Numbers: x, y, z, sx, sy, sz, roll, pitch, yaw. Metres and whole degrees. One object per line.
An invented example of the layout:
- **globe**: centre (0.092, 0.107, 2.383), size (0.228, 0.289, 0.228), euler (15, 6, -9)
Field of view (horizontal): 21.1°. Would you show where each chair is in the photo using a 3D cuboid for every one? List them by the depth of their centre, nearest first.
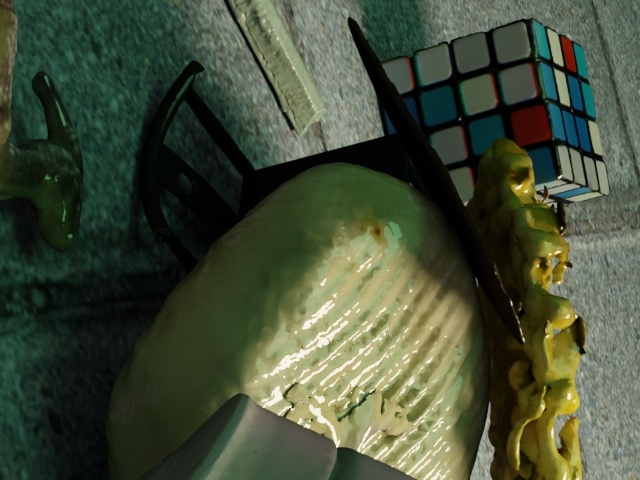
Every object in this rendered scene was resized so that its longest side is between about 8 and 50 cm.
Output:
- **chair**: centre (0.000, 0.000, 1.192), size (0.260, 0.141, 0.155), euler (53, 31, -44)

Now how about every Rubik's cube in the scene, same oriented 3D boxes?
- **Rubik's cube**: centre (0.158, -0.100, 1.556), size (0.154, 0.155, 0.151), euler (10, 69, -62)

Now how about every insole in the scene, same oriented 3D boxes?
- **insole**: centre (0.069, -0.044, 1.082), size (0.328, 0.007, 0.111), euler (-114, -178, -50)

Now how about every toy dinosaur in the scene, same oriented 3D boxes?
- **toy dinosaur**: centre (-0.203, -0.111, 0.906), size (0.162, 0.077, 0.294), euler (-68, 150, -59)

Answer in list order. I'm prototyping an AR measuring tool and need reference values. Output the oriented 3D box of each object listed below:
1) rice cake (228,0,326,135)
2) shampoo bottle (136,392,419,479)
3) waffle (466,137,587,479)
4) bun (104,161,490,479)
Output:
- **rice cake**: centre (-0.040, -0.158, 1.324), size (0.033, 0.029, 0.171), euler (-76, 144, -58)
- **shampoo bottle**: centre (-0.017, 0.232, 0.802), size (0.266, 0.273, 0.273), euler (38, 32, -5)
- **waffle**: centre (0.136, 0.077, 1.138), size (0.262, 0.060, 0.281), euler (-89, 175, -70)
- **bun**: centre (-0.016, 0.090, 1.021), size (0.273, 0.168, 0.273), euler (-21, 120, -42)
